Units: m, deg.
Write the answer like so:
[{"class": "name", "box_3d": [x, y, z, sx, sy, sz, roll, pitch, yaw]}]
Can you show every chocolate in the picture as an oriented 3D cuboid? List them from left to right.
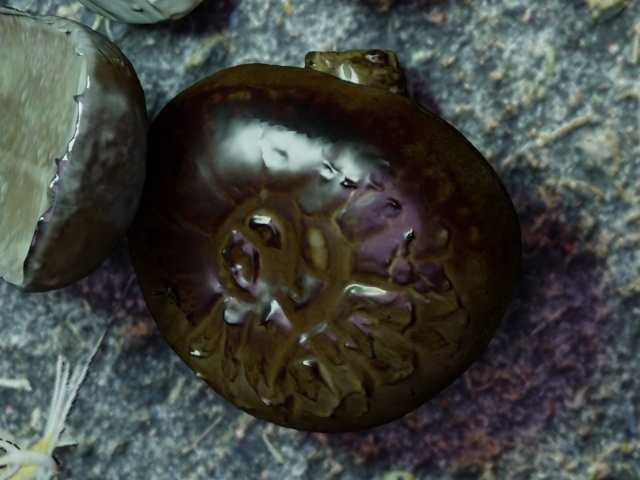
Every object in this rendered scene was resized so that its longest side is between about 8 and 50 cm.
[{"class": "chocolate", "box_3d": [-0.202, -0.068, 1.257, 0.303, 0.100, 0.185, 21, 99, 58]}]

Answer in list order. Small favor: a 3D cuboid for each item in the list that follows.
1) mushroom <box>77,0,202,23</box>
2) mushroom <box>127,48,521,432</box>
[{"class": "mushroom", "box_3d": [-0.222, -0.290, 1.290, 0.351, 0.109, 0.097, 46, 67, -7]}, {"class": "mushroom", "box_3d": [-0.004, -0.006, 1.226, 0.297, 0.163, 0.278, 11, 90, 24]}]
